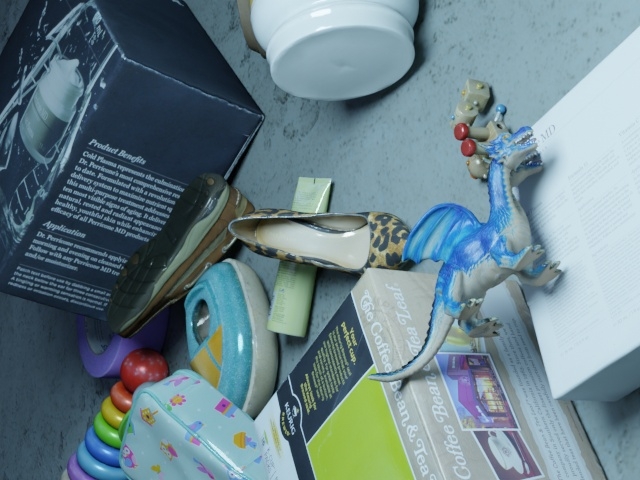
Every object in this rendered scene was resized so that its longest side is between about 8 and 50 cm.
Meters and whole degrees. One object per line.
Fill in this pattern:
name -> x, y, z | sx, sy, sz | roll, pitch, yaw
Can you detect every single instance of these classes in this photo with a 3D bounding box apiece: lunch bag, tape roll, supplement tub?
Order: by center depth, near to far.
supplement tub -> 0.010, -0.372, 1.673 | 0.228, 0.228, 0.316 | -39, 52, 51
lunch bag -> -0.177, 0.342, 1.872 | 0.279, 0.108, 0.224 | 37, 133, 22
tape roll -> -0.388, 0.132, 2.406 | 0.274, 0.090, 0.275 | -19, 68, 58

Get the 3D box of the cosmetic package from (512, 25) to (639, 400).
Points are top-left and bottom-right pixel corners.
cosmetic package -> 0.334, -0.048, 1.187 | 0.377, 0.097, 0.285 | -46, 49, 47

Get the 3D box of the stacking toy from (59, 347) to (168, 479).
stacking toy -> -0.375, 0.347, 2.310 | 0.141, 0.141, 0.330 | 51, 124, 51

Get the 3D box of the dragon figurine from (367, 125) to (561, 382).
dragon figurine -> 0.145, 0.019, 1.265 | 0.289, 0.085, 0.144 | -47, 49, 11

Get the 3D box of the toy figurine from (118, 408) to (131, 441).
toy figurine -> -0.243, 0.346, 2.129 | 0.173, 0.130, 0.159 | -49, 54, 10

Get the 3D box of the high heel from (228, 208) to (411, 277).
high heel -> 0.000, 0.000, 1.662 | 0.261, 0.186, 0.093 | 5, 89, 60

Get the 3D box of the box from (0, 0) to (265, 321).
box -> -0.400, -0.189, 2.202 | 0.472, 0.297, 0.480 | -55, 39, 18

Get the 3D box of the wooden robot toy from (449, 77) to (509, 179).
wooden robot toy -> 0.188, -0.109, 1.482 | 0.079, 0.076, 0.173 | 113, 148, -47

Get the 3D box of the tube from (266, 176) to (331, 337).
tube -> -0.029, 0.023, 1.846 | 0.070, 0.062, 0.240 | 9, 87, 16

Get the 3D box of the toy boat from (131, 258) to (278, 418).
toy boat -> -0.187, 0.198, 1.987 | 0.318, 0.148, 0.268 | -52, 43, 42

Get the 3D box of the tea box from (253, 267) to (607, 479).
tea box -> 0.114, 0.259, 1.388 | 0.323, 0.219, 0.329 | -55, 41, 41

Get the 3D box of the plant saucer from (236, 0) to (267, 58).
plant saucer -> -0.103, -0.415, 1.911 | 0.278, 0.041, 0.278 | -6, -90, -86

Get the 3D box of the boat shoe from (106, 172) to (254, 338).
boat shoe -> -0.227, 0.041, 2.050 | 0.324, 0.120, 0.123 | -49, 36, 16
